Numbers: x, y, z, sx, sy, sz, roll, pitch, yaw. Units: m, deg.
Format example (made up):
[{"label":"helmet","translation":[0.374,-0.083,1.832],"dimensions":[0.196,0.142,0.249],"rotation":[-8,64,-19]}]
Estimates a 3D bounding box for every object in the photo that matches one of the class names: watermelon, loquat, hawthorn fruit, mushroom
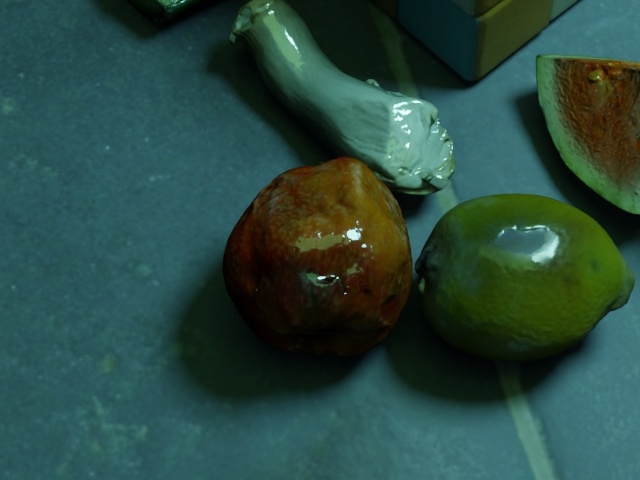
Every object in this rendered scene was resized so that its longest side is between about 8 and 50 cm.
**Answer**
[{"label":"watermelon","translation":[0.288,-0.121,1.505],"dimensions":[0.145,0.137,0.193],"rotation":[12,55,45]},{"label":"loquat","translation":[0.178,0.032,1.392],"dimensions":[0.195,0.152,0.152],"rotation":[4,61,-6]},{"label":"hawthorn fruit","translation":[0.002,0.012,1.389],"dimensions":[0.173,0.173,0.179],"rotation":[26,77,14]},{"label":"mushroom","translation":[0.017,-0.136,1.513],"dimensions":[0.099,0.096,0.278],"rotation":[-39,63,-20]}]

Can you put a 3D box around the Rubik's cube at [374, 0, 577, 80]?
[{"label":"Rubik's cube","translation":[0.158,-0.435,1.535],"dimensions":[0.347,0.344,0.346],"rotation":[-37,68,-19]}]

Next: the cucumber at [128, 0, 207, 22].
[{"label":"cucumber","translation":[-0.152,-0.278,1.611],"dimensions":[0.115,0.062,0.116],"rotation":[-31,72,-14]}]
